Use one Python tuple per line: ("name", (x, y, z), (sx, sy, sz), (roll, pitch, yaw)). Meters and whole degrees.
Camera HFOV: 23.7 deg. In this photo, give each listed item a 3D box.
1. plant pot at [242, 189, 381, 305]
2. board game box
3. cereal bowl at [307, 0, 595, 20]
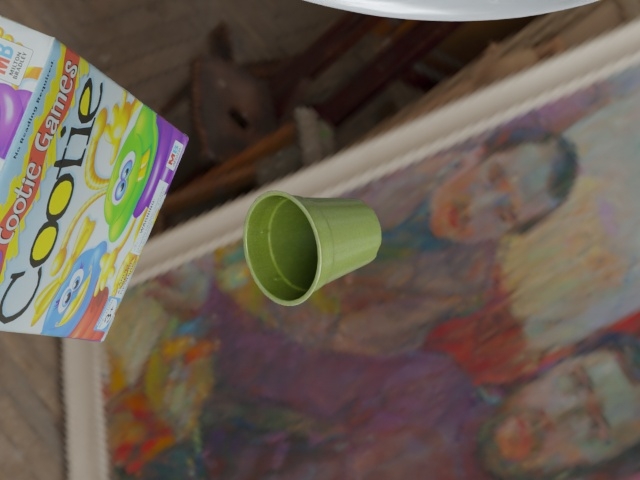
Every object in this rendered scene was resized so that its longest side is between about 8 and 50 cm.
("plant pot", (0.000, 0.000, 1.112), (0.079, 0.083, 0.083), (-11, 66, -42))
("board game box", (-0.187, -0.038, 0.814), (0.142, 0.144, 0.275), (22, -2, 9))
("cereal bowl", (0.046, -0.252, 0.778), (0.339, 0.339, 0.141), (24, 64, -35))
